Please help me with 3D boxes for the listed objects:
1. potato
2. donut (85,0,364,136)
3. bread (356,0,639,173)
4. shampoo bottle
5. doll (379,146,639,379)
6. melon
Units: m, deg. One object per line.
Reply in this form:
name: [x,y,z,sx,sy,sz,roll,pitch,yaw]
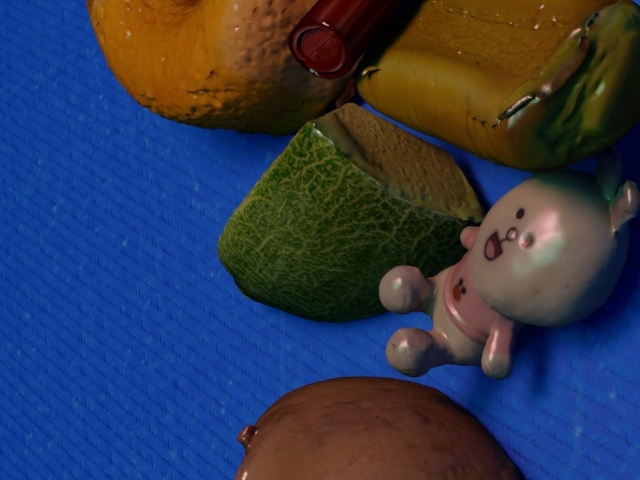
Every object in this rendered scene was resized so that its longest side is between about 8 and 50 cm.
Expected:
potato: [0.040,0.189,1.610,0.189,0.211,0.264,-41,44,35]
donut: [-0.099,-0.315,1.917,0.378,0.163,0.435,26,113,51]
bread: [0.159,-0.144,1.614,0.166,0.112,0.383,-48,23,-5]
shampoo bottle: [0.073,-0.266,1.756,0.260,0.064,0.102,-52,7,-24]
doll: [0.174,0.022,1.593,0.275,0.113,0.154,-35,48,28]
melon: [0.000,0.000,1.783,0.323,0.196,0.124,-42,21,48]
